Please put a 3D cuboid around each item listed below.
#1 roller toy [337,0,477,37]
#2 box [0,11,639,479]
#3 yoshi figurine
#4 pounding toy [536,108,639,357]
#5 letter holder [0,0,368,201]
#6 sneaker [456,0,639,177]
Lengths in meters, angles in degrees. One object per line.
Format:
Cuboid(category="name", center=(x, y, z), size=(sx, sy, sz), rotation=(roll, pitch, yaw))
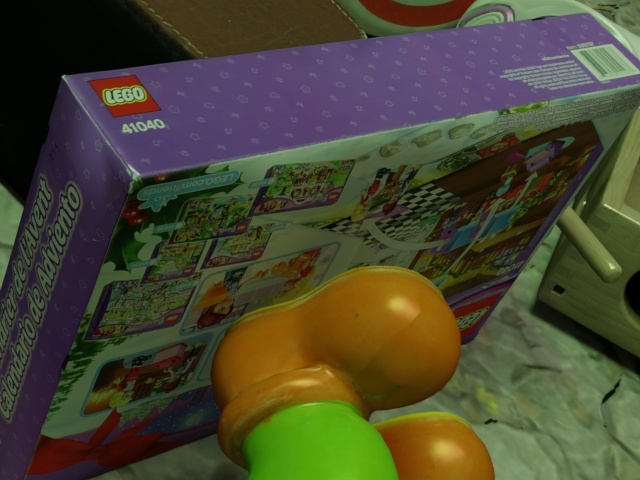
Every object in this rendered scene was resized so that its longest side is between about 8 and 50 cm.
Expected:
Cuboid(category="roller toy", center=(0.063, -0.260, 0.860), size=(0.191, 0.209, 0.146), rotation=(-12, 49, -11))
Cuboid(category="box", center=(0.000, 0.000, 0.543), size=(0.293, 0.201, 0.057), rotation=(-14, 55, -39))
Cuboid(category="yoshi figurine", center=(0.047, 0.186, 0.382), size=(0.204, 0.203, 0.362), rotation=(19, 43, -19))
Cuboid(category="pounding toy", center=(0.174, 0.004, 0.716), size=(0.206, 0.094, 0.181), rotation=(30, 39, 4))
Cuboid(category="letter holder", center=(-0.106, -0.141, 0.679), size=(0.302, 0.152, 0.214), rotation=(43, 40, 19))
Cuboid(category="sneaker", center=(0.234, -0.080, 0.857), size=(0.305, 0.114, 0.152), rotation=(29, 12, 11))
